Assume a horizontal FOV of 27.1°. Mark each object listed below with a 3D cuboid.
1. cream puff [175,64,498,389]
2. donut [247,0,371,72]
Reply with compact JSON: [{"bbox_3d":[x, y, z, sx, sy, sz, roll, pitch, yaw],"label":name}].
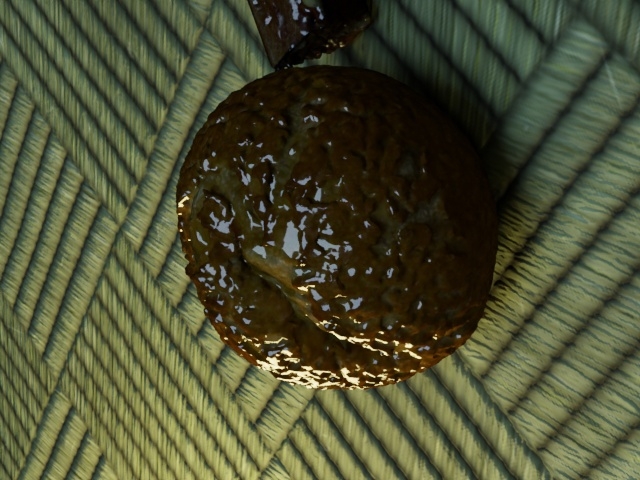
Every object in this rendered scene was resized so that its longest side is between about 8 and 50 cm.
[{"bbox_3d":[0.000,0.000,1.100,0.303,0.212,0.303,23,133,27],"label":"cream puff"},{"bbox_3d":[0.019,-0.245,1.098,0.217,0.085,0.141,-33,79,50],"label":"donut"}]
